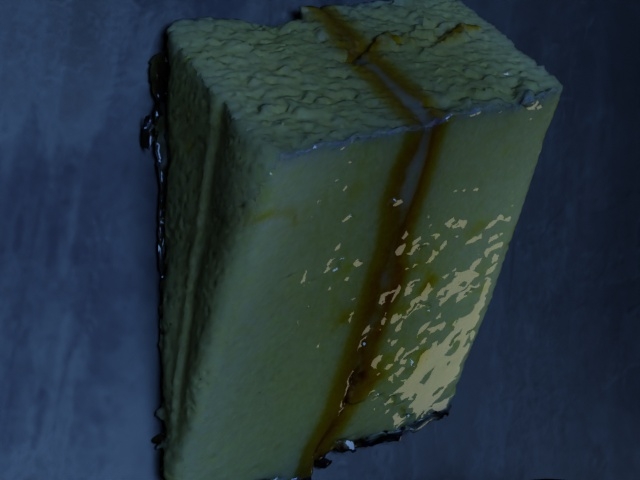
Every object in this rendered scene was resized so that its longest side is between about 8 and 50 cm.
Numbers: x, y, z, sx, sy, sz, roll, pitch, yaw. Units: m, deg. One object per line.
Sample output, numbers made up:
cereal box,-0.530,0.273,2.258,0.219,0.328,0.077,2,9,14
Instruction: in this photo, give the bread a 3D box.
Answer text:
bread,0.000,0.000,1.652,0.346,0.242,0.405,2,112,-36

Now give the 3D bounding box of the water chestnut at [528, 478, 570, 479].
water chestnut,0.172,0.341,1.568,0.300,0.300,0.300,8,75,-31
